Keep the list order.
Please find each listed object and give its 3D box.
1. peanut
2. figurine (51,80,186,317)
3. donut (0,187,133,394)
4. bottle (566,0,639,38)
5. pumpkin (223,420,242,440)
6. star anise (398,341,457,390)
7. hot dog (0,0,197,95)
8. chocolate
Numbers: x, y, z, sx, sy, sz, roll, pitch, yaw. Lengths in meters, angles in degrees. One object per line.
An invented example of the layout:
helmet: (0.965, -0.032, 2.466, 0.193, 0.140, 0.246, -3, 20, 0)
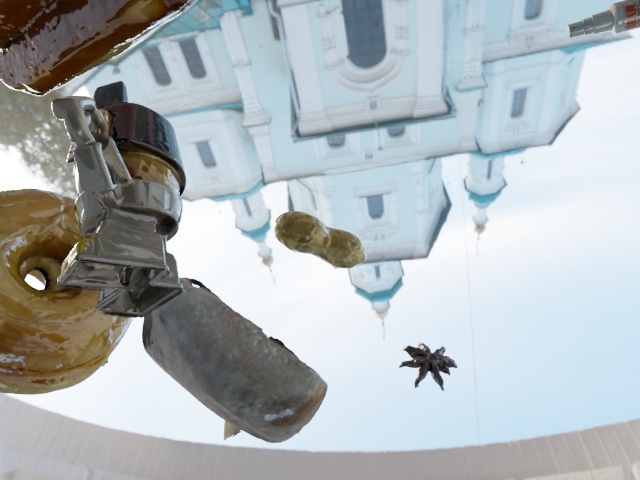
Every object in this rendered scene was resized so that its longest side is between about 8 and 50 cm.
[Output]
peanut: (0.000, 0.000, 1.167, 0.229, 0.098, 0.103, 21, -151, -10)
figurine: (-0.246, -0.059, 0.643, 0.143, 0.309, 0.309, 2, -138, -17)
donut: (-0.567, 0.088, 1.003, 0.198, 0.448, 0.449, -38, -146, 32)
bottle: (0.581, -0.424, 0.940, 0.217, 0.060, 0.060, -8, -136, 21)
pumpkin: (-0.141, 0.342, 1.124, 0.217, 0.217, 0.110, -26, -100, -12)
star anise: (0.247, 0.280, 1.154, 0.140, 0.042, 0.141, 2, -145, -1)
hot dog: (-0.206, -0.217, 0.414, 0.337, 0.135, 0.101, -8, -124, 38)
chocolate: (-0.148, 0.189, 0.741, 0.303, 0.185, 0.100, 36, -134, 9)
